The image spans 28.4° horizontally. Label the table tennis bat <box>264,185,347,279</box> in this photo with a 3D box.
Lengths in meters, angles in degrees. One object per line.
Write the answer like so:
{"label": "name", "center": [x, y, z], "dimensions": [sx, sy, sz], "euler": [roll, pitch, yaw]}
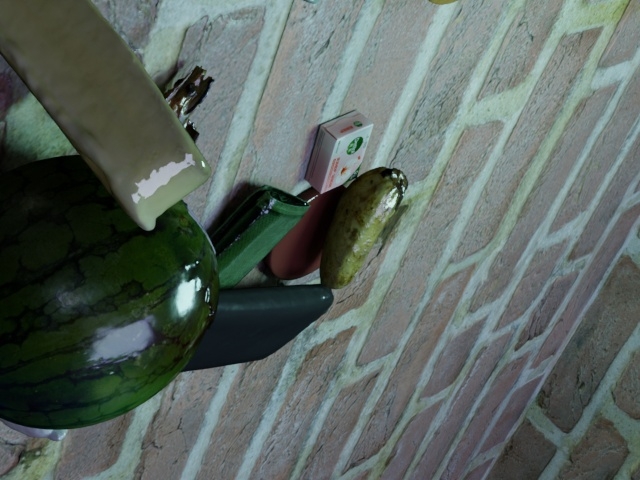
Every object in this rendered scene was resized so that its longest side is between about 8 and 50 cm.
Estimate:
{"label": "table tennis bat", "center": [0.000, 0.000, 2.260], "dimensions": [0.200, 0.038, 0.310], "euler": [-47, 154, 1]}

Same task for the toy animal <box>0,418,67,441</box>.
{"label": "toy animal", "center": [-0.392, 0.160, 1.780], "dimensions": [0.140, 0.138, 0.282], "euler": [-78, -170, -47]}

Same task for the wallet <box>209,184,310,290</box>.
{"label": "wallet", "center": [-0.132, 0.010, 2.063], "dimensions": [0.236, 0.055, 0.160], "euler": [-44, 158, 13]}

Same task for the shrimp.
{"label": "shrimp", "center": [-0.218, -0.130, 1.728], "dimensions": [0.248, 0.068, 0.150], "euler": [-53, 166, 25]}

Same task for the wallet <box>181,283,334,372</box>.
{"label": "wallet", "center": [-0.166, 0.152, 2.164], "dimensions": [0.228, 0.062, 0.406], "euler": [-39, 159, 28]}

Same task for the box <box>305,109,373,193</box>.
{"label": "box", "center": [0.030, -0.146, 2.090], "dimensions": [0.089, 0.043, 0.125], "euler": [-27, 148, -35]}

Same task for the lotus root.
{"label": "lotus root", "center": [0.062, -0.023, 2.185], "dimensions": [0.258, 0.097, 0.110], "euler": [-63, 180, 23]}

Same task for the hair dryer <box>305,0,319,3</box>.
{"label": "hair dryer", "center": [0.018, -0.368, 1.769], "dimensions": [0.124, 0.038, 0.063], "euler": [-19, 143, -53]}

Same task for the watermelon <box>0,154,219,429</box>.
{"label": "watermelon", "center": [-0.307, 0.061, 1.553], "dimensions": [0.363, 0.363, 0.363], "euler": [-35, 152, -22]}

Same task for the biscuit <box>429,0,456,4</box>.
{"label": "biscuit", "center": [0.208, -0.481, 1.872], "dimensions": [0.275, 0.052, 0.355], "euler": [-42, 153, -8]}

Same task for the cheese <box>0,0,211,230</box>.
{"label": "cheese", "center": [-0.243, -0.162, 1.313], "dimensions": [0.104, 0.384, 0.384], "euler": [-38, 153, -5]}
